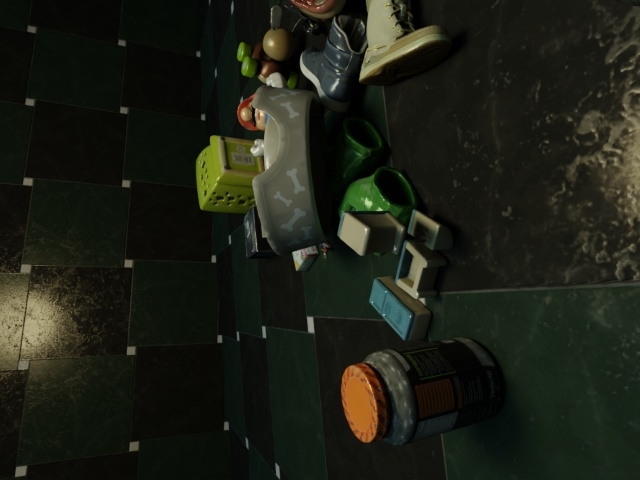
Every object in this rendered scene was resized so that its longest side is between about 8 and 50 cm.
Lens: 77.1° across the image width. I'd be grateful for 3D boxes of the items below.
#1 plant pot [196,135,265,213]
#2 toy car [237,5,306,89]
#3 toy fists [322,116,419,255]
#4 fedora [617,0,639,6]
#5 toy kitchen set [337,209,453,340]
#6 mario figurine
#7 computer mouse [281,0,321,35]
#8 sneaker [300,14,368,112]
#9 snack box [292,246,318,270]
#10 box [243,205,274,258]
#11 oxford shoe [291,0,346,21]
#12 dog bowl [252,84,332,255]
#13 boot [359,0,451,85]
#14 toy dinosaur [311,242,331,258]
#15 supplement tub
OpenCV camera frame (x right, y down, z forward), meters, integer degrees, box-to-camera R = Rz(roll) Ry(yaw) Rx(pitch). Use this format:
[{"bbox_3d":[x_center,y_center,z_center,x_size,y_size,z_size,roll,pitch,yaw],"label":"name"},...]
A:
[{"bbox_3d":[-0.318,-0.249,1.483,0.207,0.228,0.227,-43,53,50],"label":"plant pot"},{"bbox_3d":[-0.120,-0.541,1.106,0.188,0.155,0.149,-54,43,40],"label":"toy car"},{"bbox_3d":[0.076,-0.099,0.756,0.142,0.096,0.279,111,146,-46],"label":"toy fists"},{"bbox_3d":[0.292,-0.269,0.182,0.334,0.152,0.334,178,90,-66],"label":"fedora"},{"bbox_3d":[0.091,0.048,0.643,0.122,0.166,0.207,-133,46,-55],"label":"toy kitchen set"},{"bbox_3d":[-0.141,-0.331,1.097,0.320,0.170,0.198,32,89,48],"label":"mario figurine"},{"bbox_3d":[-0.043,-0.584,1.018,0.041,0.071,0.242,-58,41,37],"label":"computer mouse"},{"bbox_3d":[0.027,-0.400,0.843,0.163,0.086,0.226,109,147,-44],"label":"sneaker"},{"bbox_3d":[-0.052,0.000,1.120,0.100,0.037,0.141,122,139,-54],"label":"snack box"},{"bbox_3d":[-0.202,-0.024,1.389,0.158,0.093,0.156,151,114,-65],"label":"box"},{"bbox_3d":[0.002,-0.540,0.870,0.123,0.130,0.348,-37,44,18],"label":"oxford shoe"},{"bbox_3d":[-0.045,-0.145,0.838,0.349,0.102,0.349,-4,-90,-82],"label":"dog bowl"},{"bbox_3d":[0.129,-0.351,0.640,0.213,0.077,0.165,-160,72,-67],"label":"boot"},{"bbox_3d":[0.000,0.000,1.004,0.082,0.047,0.090,11,92,47],"label":"toy dinosaur"},{"bbox_3d":[0.131,0.198,0.536,0.117,0.190,0.117,178,90,-66],"label":"supplement tub"}]
